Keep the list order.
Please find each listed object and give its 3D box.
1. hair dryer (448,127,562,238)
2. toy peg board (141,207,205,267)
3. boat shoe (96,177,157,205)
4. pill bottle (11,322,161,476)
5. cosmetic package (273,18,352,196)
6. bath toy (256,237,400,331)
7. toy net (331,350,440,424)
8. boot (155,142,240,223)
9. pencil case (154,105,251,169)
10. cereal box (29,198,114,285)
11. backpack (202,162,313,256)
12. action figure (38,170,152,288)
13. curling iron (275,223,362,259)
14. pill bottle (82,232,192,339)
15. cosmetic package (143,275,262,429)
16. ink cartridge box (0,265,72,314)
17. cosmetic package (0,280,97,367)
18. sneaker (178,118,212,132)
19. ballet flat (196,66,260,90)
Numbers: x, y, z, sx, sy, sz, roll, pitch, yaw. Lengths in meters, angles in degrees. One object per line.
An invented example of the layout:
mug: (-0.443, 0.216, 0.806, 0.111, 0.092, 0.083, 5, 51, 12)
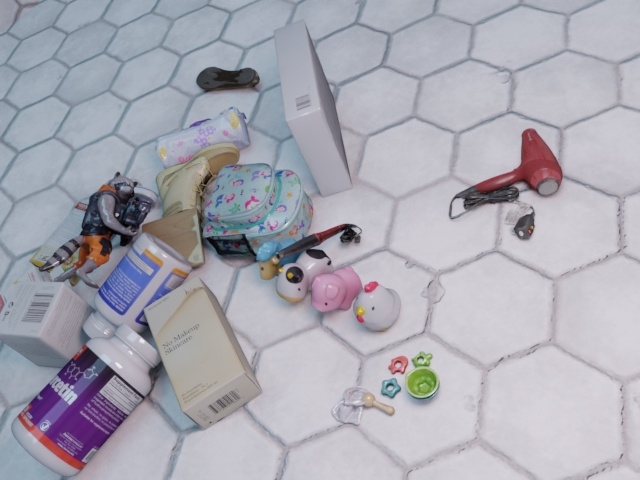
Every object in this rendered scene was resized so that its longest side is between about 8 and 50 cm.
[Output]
hair dryer: (0.441, -0.150, 1.579, 0.223, 0.080, 0.294, 22, 65, 35)
toy peg board: (-0.374, 0.020, 1.802, 0.161, 0.079, 0.161, -17, 65, 10)
boat shoe: (-0.558, -0.151, 1.991, 0.226, 0.083, 0.076, 7, 58, 28)
pill bottle: (-0.507, 0.345, 1.520, 0.181, 0.182, 0.323, 27, 68, 36)
cosmetic package: (-0.020, -0.346, 1.787, 0.097, 0.284, 0.377, -18, 49, 11)
bath toy: (0.016, 0.097, 1.532, 0.348, 0.129, 0.151, 23, 65, 34)
toy net: (0.124, 0.295, 1.387, 0.232, 0.045, 0.122, -19, 49, 8)
boot: (-0.329, -0.147, 1.885, 0.261, 0.095, 0.204, -23, 48, 7)
pencil case: (-0.338, -0.287, 1.980, 0.273, 0.124, 0.114, -22, 49, 6)
cereal box: (-0.692, 0.001, 1.953, 0.173, 0.047, 0.240, 19, 63, 32)
backpack: (-0.152, -0.078, 1.708, 0.253, 0.191, 0.225, 2, 54, 18)
action figure: (-0.555, -0.036, 1.745, 0.341, 0.178, 0.330, -33, 34, 57)
curling iron: (0.000, 0.000, 1.571, 0.068, 0.035, 0.274, 24, 26, 38)
pill bottle: (-0.451, 0.129, 1.665, 0.272, 0.152, 0.152, -52, 51, 1)
cosmetic package: (-0.270, 0.247, 1.545, 0.160, 0.113, 0.309, -33, 50, -4)
ink cartridge box: (-0.769, 0.151, 1.825, 0.198, 0.067, 0.115, -42, 59, 1)
cosmetic package: (-0.667, 0.210, 1.690, 0.151, 0.184, 0.151, 0, 54, 22)
sneaker: (-0.392, -0.318, 2.080, 0.169, 0.068, 0.071, -27, 33, -10)
ballet flat: (-0.295, -0.514, 2.191, 0.249, 0.058, 0.084, 5, 78, 32)
